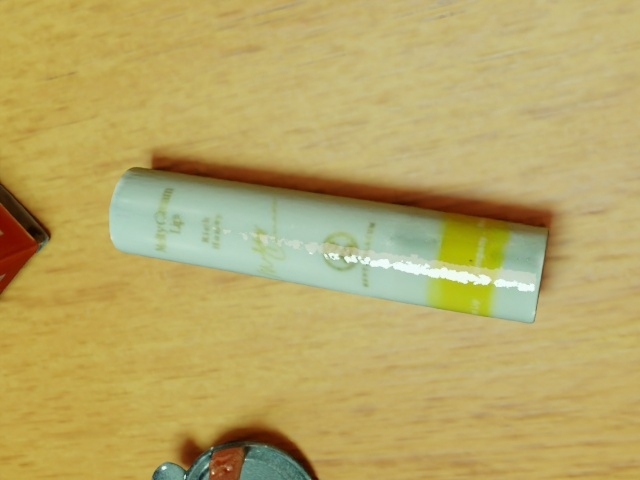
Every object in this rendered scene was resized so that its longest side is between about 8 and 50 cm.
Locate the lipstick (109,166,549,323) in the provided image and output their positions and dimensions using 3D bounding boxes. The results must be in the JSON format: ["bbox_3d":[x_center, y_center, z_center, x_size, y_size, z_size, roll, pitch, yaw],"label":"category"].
[{"bbox_3d":[0.000,0.000,0.542,0.264,0.059,0.059,9,110,15],"label":"lipstick"}]

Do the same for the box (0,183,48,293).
[{"bbox_3d":[-0.300,0.019,0.624,0.133,0.099,0.182,45,116,3],"label":"box"}]

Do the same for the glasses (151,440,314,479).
[{"bbox_3d":[-0.037,0.269,0.535,0.118,0.268,0.234,-14,101,2],"label":"glasses"}]
